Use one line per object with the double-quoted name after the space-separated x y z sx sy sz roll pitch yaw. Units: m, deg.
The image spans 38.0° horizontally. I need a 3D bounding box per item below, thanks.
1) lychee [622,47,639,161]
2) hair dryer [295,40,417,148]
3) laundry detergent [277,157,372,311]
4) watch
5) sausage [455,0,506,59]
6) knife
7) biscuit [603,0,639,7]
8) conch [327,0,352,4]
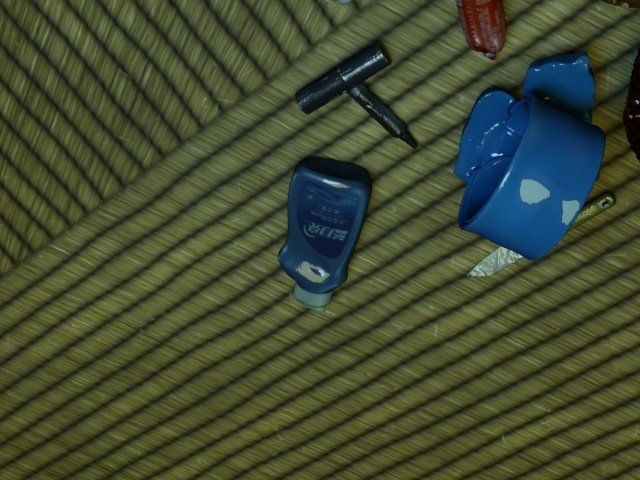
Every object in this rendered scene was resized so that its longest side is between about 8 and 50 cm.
0.579 -0.208 1.396 0.261 0.260 0.260 4 117 7 "lychee"
0.077 -0.216 1.585 0.173 0.050 0.195 -27 113 23 "hair dryer"
0.000 0.000 1.674 0.143 0.094 0.289 11 117 -1 "laundry detergent"
0.349 -0.131 1.453 0.241 0.274 0.305 24 123 -3 "watch"
0.240 -0.395 1.432 0.074 0.074 0.274 -9 127 13 "sausage"
0.386 -0.008 1.655 0.298 0.017 0.047 -34 105 26 "knife"
0.481 -0.458 1.400 0.226 0.042 0.225 4 117 8 "biscuit"
0.012 -0.433 1.457 0.176 0.104 0.094 27 95 -2 "conch"
